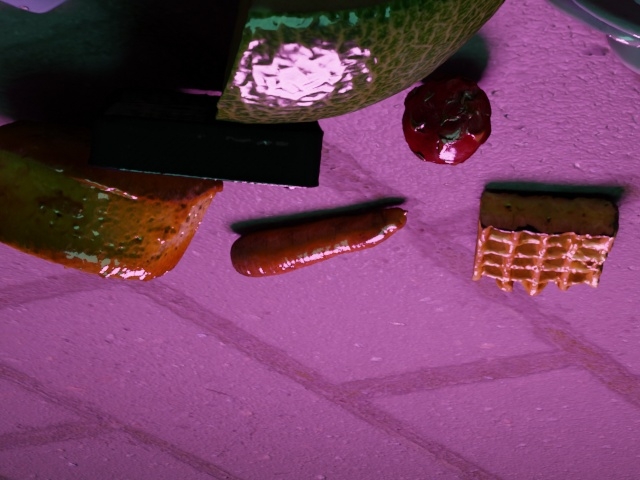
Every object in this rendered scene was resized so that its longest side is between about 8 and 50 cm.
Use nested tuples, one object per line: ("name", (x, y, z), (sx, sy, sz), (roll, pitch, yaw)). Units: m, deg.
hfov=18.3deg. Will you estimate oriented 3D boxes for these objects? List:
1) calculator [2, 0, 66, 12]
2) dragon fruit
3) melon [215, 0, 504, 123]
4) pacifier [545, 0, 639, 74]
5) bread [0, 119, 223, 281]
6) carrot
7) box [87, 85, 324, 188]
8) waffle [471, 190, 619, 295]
("calculator", (-0.250, -0.263, 1.798), (0.121, 0.039, 0.210), (24, 150, -36))
("dragon fruit", (0.127, -0.113, 2.040), (0.094, 0.094, 0.190), (3, 168, 1))
("melon", (0.023, -0.213, 1.722), (0.226, 0.331, 0.343), (47, 160, 12))
("pacifier", (0.319, -0.254, 1.596), (0.299, 0.244, 0.233), (-14, 135, -40))
("bread", (-0.242, -0.047, 2.104), (0.268, 0.145, 0.268), (15, -175, -1))
("carrot", (0.000, 0.000, 2.355), (0.248, 0.059, 0.059), (-13, 152, 28))
("box", (-0.108, -0.103, 1.911), (0.211, 0.058, 0.350), (4, -171, -2))
("waffle", (0.261, 0.011, 2.336), (0.160, 0.055, 0.211), (3, 156, 3))
